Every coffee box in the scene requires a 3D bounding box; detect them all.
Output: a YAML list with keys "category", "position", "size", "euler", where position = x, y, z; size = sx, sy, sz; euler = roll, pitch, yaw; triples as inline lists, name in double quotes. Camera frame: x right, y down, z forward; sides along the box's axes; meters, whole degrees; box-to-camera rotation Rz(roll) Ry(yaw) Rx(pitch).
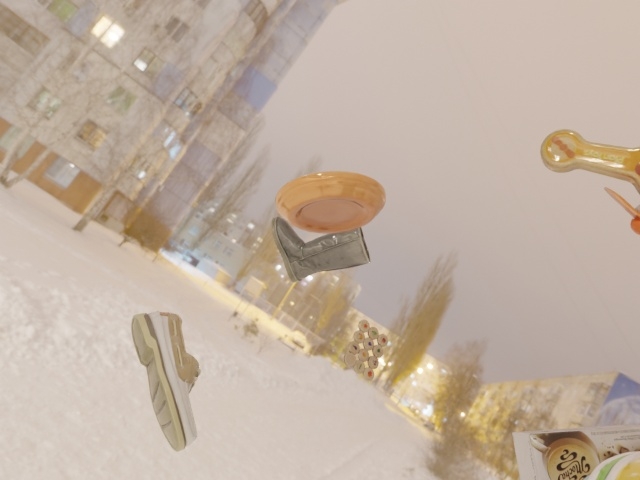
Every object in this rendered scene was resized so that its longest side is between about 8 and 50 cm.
- category: "coffee box"
  position: [0.631, 0.530, 1.187]
  size: [0.297, 0.168, 0.119]
  euler: [-3, -19, -2]

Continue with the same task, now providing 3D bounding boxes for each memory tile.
- category: "memory tile"
  position: [0.127, 0.302, 1.396]
  size: [0.113, 0.148, 0.012]
  euler: [40, -34, -17]

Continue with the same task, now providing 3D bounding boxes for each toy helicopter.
- category: "toy helicopter"
  position: [0.581, -0.118, 0.922]
  size: [0.355, 0.235, 0.140]
  euler: [20, 3, 30]

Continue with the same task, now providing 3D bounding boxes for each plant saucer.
- category: "plant saucer"
  position: [0.019, -0.059, 0.906]
  size: [0.200, 0.037, 0.200]
  euler: [-3, -24, -1]

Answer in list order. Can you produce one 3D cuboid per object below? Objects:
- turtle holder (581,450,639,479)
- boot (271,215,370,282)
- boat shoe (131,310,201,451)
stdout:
- category: "turtle holder"
  position: [0.322, 0.307, 0.472]
  size: [0.243, 0.227, 0.320]
  euler: [-6, -59, 50]
- category: "boot"
  position: [0.000, -0.001, 1.242]
  size: [0.190, 0.208, 0.076]
  euler: [67, 22, -6]
- category: "boat shoe"
  position: [-0.306, 0.281, 1.064]
  size: [0.113, 0.103, 0.302]
  euler: [-49, -122, 44]
